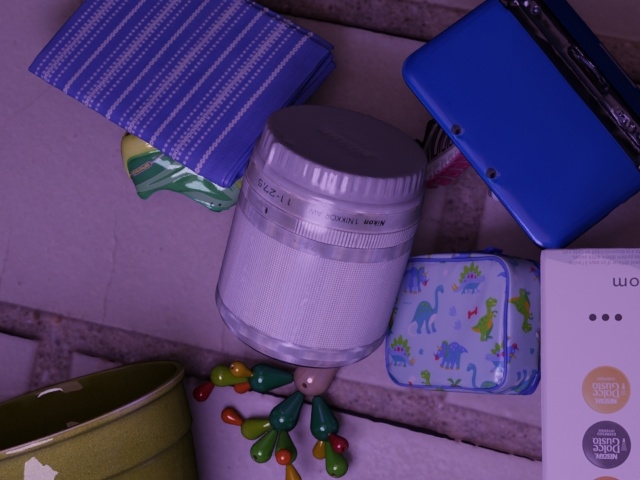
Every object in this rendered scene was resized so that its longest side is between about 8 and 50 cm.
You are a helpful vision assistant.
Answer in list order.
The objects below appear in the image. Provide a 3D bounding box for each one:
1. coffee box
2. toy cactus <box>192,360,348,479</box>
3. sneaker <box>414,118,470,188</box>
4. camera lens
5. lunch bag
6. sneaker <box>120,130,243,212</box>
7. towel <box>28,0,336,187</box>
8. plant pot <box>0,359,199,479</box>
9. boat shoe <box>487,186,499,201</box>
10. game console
[{"bbox_3d":[0.429,0.181,1.712,0.337,0.338,0.334,0,87,11],"label":"coffee box"},{"bbox_3d":[-0.039,0.204,1.921,0.219,0.112,0.180,35,83,18],"label":"toy cactus"},{"bbox_3d":[0.173,-0.135,1.887,0.170,0.063,0.075,-41,63,43],"label":"sneaker"},{"bbox_3d":[0.000,0.000,1.821,0.219,0.219,0.274,20,116,10],"label":"camera lens"},{"bbox_3d":[0.179,0.099,1.835,0.219,0.090,0.176,-4,83,50],"label":"lunch bag"},{"bbox_3d":[-0.109,-0.103,1.953,0.295,0.109,0.123,0,116,5],"label":"sneaker"},{"bbox_3d":[-0.176,-0.228,1.928,0.336,0.040,0.243,31,71,20],"label":"towel"},{"bbox_3d":[-0.289,0.374,1.845,0.366,0.366,0.353,-17,96,8],"label":"plant pot"},{"bbox_3d":[0.222,-0.119,1.915,0.040,0.049,0.142,1,85,29],"label":"boat shoe"},{"bbox_3d":[0.277,-0.156,1.823,0.173,0.250,0.293,-40,81,21],"label":"game console"}]
